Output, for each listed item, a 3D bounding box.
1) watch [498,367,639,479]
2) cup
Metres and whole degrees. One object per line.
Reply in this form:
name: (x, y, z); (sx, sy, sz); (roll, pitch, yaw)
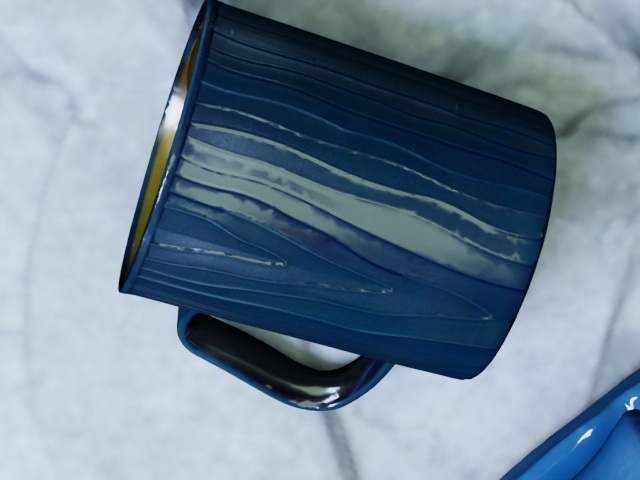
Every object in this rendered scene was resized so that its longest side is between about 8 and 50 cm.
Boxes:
watch: (0.167, 0.212, 0.664); (0.305, 0.274, 0.241); (43, 96, -6)
cup: (0.003, -0.010, 0.702); (0.138, 0.150, 0.113); (17, 66, -9)
